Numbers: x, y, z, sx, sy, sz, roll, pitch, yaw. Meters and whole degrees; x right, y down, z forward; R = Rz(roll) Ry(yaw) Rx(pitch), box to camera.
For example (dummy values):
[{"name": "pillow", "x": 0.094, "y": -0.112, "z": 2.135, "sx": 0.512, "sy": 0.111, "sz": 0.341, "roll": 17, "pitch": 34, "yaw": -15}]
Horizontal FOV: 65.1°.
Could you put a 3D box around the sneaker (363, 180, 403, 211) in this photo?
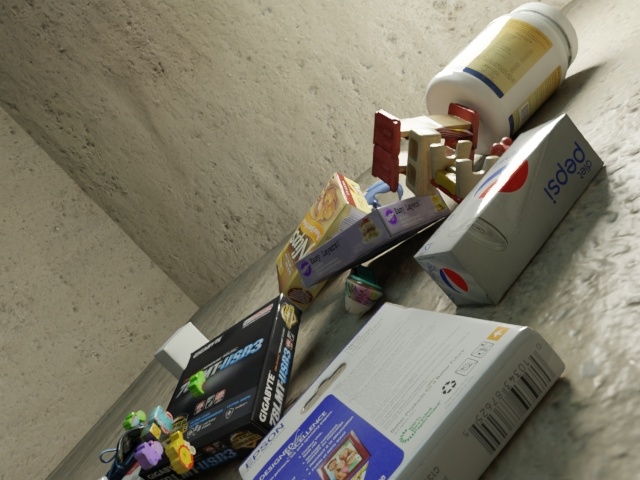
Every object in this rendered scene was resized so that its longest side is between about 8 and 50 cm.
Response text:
[{"name": "sneaker", "x": 0.122, "y": -0.037, "z": 1.376, "sx": 0.296, "sy": 0.111, "sz": 0.131, "roll": -47, "pitch": 18, "yaw": 17}]

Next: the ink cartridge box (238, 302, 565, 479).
[{"name": "ink cartridge box", "x": 0.053, "y": 0.202, "z": 0.542, "sx": 0.303, "sy": 0.072, "sz": 0.307, "roll": -46, "pitch": 6, "yaw": -13}]

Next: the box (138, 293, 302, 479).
[{"name": "box", "x": -0.176, "y": 0.276, "z": 0.935, "sx": 0.295, "sy": 0.073, "sz": 0.293, "roll": -33, "pitch": 26, "yaw": 27}]

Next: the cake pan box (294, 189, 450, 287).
[{"name": "cake pan box", "x": 0.107, "y": -0.002, "z": 1.051, "sx": 0.245, "sy": 0.070, "sz": 0.266, "roll": -17, "pitch": -13, "yaw": -46}]

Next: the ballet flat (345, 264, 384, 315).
[{"name": "ballet flat", "x": 0.076, "y": 0.100, "z": 0.969, "sx": 0.221, "sy": 0.076, "sz": 0.079, "roll": -59, "pitch": -5, "yaw": -85}]

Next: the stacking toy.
[{"name": "stacking toy", "x": -0.277, "y": 0.334, "z": 0.851, "sx": 0.166, "sy": 0.052, "sz": 0.221, "roll": -31, "pitch": 19, "yaw": 8}]

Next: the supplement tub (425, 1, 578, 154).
[{"name": "supplement tub", "x": 0.429, "y": -0.383, "z": 1.186, "sx": 0.316, "sy": 0.228, "sz": 0.228, "roll": -44, "pitch": 8, "yaw": -12}]

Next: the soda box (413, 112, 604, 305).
[{"name": "soda box", "x": 0.262, "y": -0.043, "z": 0.691, "sx": 0.286, "sy": 0.098, "sz": 0.091, "roll": -45, "pitch": 9, "yaw": -19}]

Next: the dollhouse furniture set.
[{"name": "dollhouse furniture set", "x": 0.257, "y": -0.149, "z": 0.978, "sx": 0.201, "sy": 0.152, "sz": 0.374, "roll": -9, "pitch": 29, "yaw": -14}]

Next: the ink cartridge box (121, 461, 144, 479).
[{"name": "ink cartridge box", "x": -0.354, "y": 0.496, "z": 0.922, "sx": 0.127, "sy": 0.072, "sz": 0.175, "roll": -34, "pitch": 12, "yaw": 45}]

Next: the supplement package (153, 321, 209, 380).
[{"name": "supplement package", "x": -0.339, "y": 0.326, "z": 1.348, "sx": 0.105, "sy": 0.179, "sz": 0.105, "roll": -49, "pitch": 11, "yaw": -36}]

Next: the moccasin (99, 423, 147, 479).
[{"name": "moccasin", "x": -0.398, "y": 0.466, "z": 1.130, "sx": 0.342, "sy": 0.117, "sz": 0.138, "roll": -38, "pitch": 9, "yaw": 30}]

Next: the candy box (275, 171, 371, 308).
[{"name": "candy box", "x": 0.000, "y": 0.000, "z": 1.311, "sx": 0.317, "sy": 0.087, "sz": 0.183, "roll": -54, "pitch": 24, "yaw": 22}]
